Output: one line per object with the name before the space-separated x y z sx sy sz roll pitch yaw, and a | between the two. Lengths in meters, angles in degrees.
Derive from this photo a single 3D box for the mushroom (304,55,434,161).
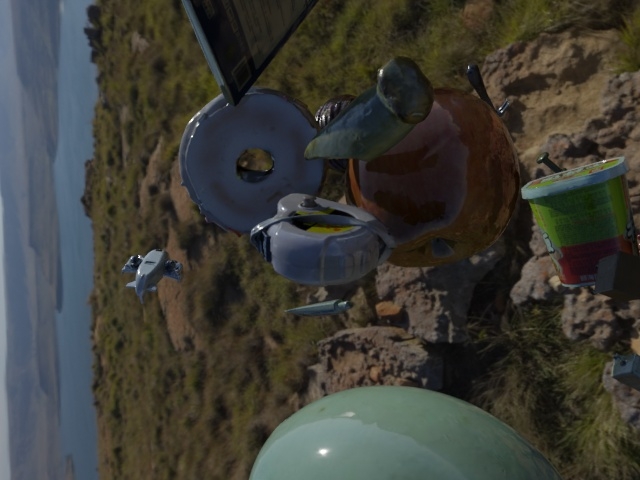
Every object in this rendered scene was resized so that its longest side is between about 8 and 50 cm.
mushroom | 0.070 -0.187 0.789 0.333 0.087 0.107 -28 75 60

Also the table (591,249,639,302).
table | 0.603 0.079 0.932 0.082 0.070 0.083 107 -179 -74

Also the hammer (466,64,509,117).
hammer | 0.628 -0.562 1.761 0.137 0.290 0.037 -21 51 25

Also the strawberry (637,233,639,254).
strawberry | 1.085 0.007 1.360 0.234 0.178 0.234 3 101 17

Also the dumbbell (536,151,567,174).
dumbbell | 0.866 -0.280 1.723 0.046 0.118 0.052 -55 6 -16

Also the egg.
egg | 0.082 0.307 0.519 0.389 0.276 0.276 -17 78 38

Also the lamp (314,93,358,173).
lamp | 0.083 -0.296 1.316 0.247 0.247 0.247 7 99 57

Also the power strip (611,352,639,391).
power strip | 0.780 0.336 1.014 0.272 0.052 0.078 29 156 7

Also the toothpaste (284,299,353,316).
toothpaste | -0.003 0.187 1.247 0.255 0.067 0.037 -18 58 49

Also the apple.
apple | 0.242 -0.124 1.041 0.391 0.391 0.346 -38 56 52

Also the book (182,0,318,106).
book | -0.107 -0.533 0.970 0.039 0.428 0.300 28 163 17

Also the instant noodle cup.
instant noodle cup | 0.756 -0.046 1.308 0.294 0.294 0.308 -12 99 57

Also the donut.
donut | -0.162 -0.195 1.177 0.142 0.383 0.382 -95 8 -81

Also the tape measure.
tape measure | 0.000 0.000 0.777 0.236 0.197 0.120 16 118 26

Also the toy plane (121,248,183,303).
toy plane | -0.480 0.092 1.310 0.174 0.174 0.080 53 149 40
